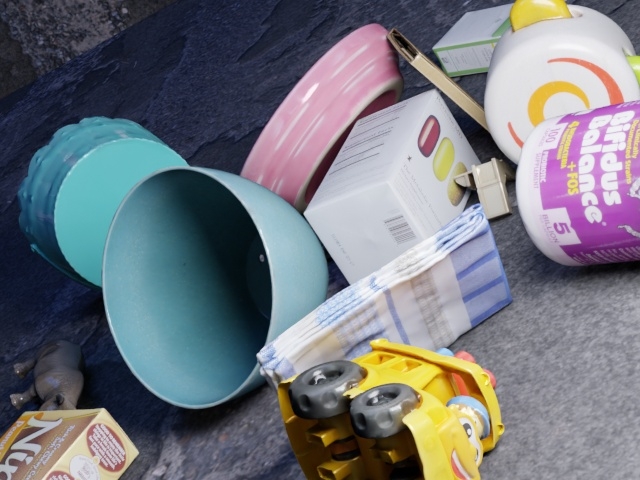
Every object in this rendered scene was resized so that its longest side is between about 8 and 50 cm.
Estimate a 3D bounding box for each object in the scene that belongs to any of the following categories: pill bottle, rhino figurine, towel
[{"bbox_3d":[0.364,-0.067,1.414,0.301,0.169,0.169,-8,32,46],"label":"pill bottle"},{"bbox_3d":[-0.377,0.215,1.940,0.106,0.073,0.243,-35,24,3],"label":"rhino figurine"},{"bbox_3d":[0.076,0.095,1.456,0.285,0.209,0.034,-34,56,-6],"label":"towel"}]

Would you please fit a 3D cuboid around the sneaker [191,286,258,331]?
[{"bbox_3d":[-0.132,0.095,1.844,0.211,0.081,0.080,-43,24,-19],"label":"sneaker"}]

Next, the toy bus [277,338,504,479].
[{"bbox_3d":[0.100,0.174,1.336,0.211,0.150,0.220,-27,19,-30],"label":"toy bus"}]

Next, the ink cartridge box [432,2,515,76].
[{"bbox_3d":[0.289,-0.321,2.170,0.209,0.062,0.109,-2,37,50],"label":"ink cartridge box"}]

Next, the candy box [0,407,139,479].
[{"bbox_3d":[-0.385,0.341,1.670,0.183,0.088,0.316,-9,32,45],"label":"candy box"}]

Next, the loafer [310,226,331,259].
[{"bbox_3d":[0.000,0.000,1.910,0.148,0.050,0.056,-41,24,-19],"label":"loafer"}]

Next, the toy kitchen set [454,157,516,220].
[{"bbox_3d":[0.215,-0.057,1.771,0.068,0.075,0.083,-19,-14,24],"label":"toy kitchen set"}]

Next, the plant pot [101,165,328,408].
[{"bbox_3d":[-0.103,0.049,1.713,0.290,0.290,0.195,-13,-4,40],"label":"plant pot"}]

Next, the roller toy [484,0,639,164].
[{"bbox_3d":[0.299,-0.189,1.713,0.191,0.209,0.146,-58,7,31],"label":"roller toy"}]

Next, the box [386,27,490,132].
[{"bbox_3d":[0.183,-0.208,1.904,0.021,0.201,0.164,-49,20,9],"label":"box"}]

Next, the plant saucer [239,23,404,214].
[{"bbox_3d":[0.013,-0.159,2.003,0.332,0.084,0.332,-49,-11,-13],"label":"plant saucer"}]

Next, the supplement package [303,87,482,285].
[{"bbox_3d":[0.100,-0.069,1.803,0.133,0.139,0.244,-20,26,32],"label":"supplement package"}]

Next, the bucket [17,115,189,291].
[{"bbox_3d":[-0.323,-0.052,2.169,0.281,0.281,0.183,-38,24,-13],"label":"bucket"}]
